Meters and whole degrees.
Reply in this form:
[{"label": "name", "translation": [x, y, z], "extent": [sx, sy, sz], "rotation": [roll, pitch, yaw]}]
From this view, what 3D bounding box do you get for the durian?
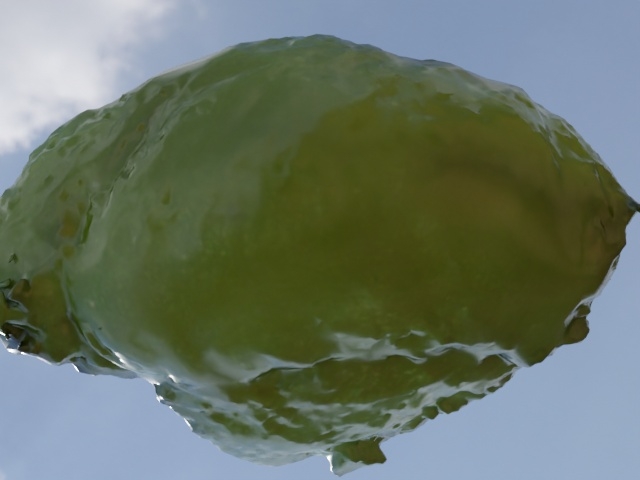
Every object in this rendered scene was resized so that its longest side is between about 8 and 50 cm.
[{"label": "durian", "translation": [0.000, 0.000, 0.814], "extent": [0.256, 0.340, 0.204], "rotation": [49, -156, -30]}]
